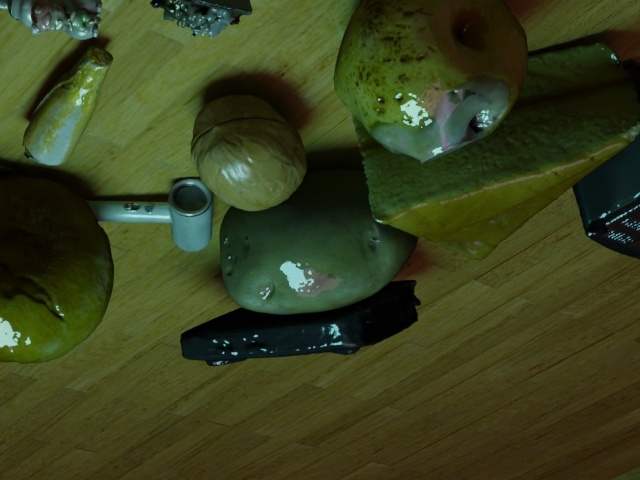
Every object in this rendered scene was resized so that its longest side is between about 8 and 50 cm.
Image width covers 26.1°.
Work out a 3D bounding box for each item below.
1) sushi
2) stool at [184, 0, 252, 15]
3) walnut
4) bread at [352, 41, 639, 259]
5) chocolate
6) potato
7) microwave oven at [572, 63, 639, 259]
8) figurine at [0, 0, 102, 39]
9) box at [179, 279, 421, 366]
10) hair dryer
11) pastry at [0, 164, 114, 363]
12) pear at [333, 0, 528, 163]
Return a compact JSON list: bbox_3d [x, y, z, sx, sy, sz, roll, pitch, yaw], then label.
[{"bbox_3d":[-0.176,-0.333,1.777,0.097,0.103,0.226,-20,139,16],"label":"sushi"},{"bbox_3d":[-0.162,-0.417,1.548,0.269,0.170,0.244,9,137,-26],"label":"stool"},{"bbox_3d":[-0.109,-0.129,2.063,0.165,0.165,0.197,-16,158,14],"label":"walnut"},{"bbox_3d":[0.264,-0.172,2.024,0.245,0.233,0.361,23,133,-39],"label":"bread"},{"bbox_3d":[-0.356,-0.200,1.986,0.085,0.086,0.219,12,140,-29],"label":"chocolate"},{"bbox_3d":[0.000,0.000,2.219,0.326,0.243,0.221,-8,107,-7],"label":"potato"},{"bbox_3d":[0.485,-0.116,2.144,0.188,0.247,0.178,-31,144,35],"label":"microwave oven"},{"bbox_3d":[-0.359,-0.309,1.794,0.146,0.081,0.098,6,-177,-21],"label":"figurine"},{"bbox_3d":[-0.028,0.143,2.404,0.350,0.091,0.359,-8,-177,24],"label":"box"},{"bbox_3d":[-0.295,-0.037,2.267,0.236,0.073,0.131,-1,149,-6],"label":"hair dryer"},{"bbox_3d":[-0.478,0.032,2.104,0.356,0.356,0.164,11,134,-28],"label":"pastry"},{"bbox_3d":[0.146,-0.239,1.893,0.271,0.271,0.271,-6,149,-3],"label":"pear"}]
